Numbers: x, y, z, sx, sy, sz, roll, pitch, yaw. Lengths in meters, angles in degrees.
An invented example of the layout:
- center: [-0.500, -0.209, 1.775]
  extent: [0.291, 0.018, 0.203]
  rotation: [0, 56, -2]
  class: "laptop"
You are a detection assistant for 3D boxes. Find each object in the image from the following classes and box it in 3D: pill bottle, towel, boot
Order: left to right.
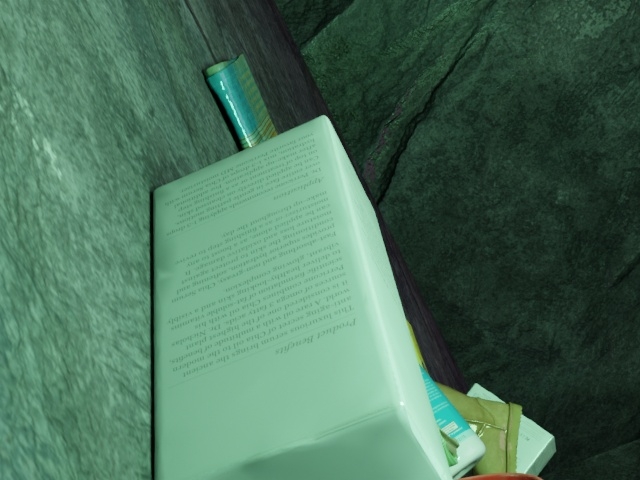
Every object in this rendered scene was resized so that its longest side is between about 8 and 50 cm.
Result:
- center: [-0.103, -0.158, 1.894]
  extent: [0.271, 0.040, 0.370]
  rotation: [-68, 136, -76]
  class: "towel"
- center: [0.140, 0.289, 1.710]
  extent: [0.264, 0.146, 0.146]
  rotation: [51, 4, 19]
  class: "pill bottle"
- center: [0.205, 0.355, 1.807]
  extent: [0.089, 0.270, 0.236]
  rotation: [104, 1, -51]
  class: "boot"

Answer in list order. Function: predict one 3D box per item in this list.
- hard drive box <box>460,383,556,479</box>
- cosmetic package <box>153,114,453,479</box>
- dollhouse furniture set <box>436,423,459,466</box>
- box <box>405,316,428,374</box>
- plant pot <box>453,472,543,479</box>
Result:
- center: [0.291, 0.412, 1.897]
  extent: [0.181, 0.232, 0.089]
  rotation: [34, -16, 29]
  class: "hard drive box"
- center: [-0.035, 0.087, 1.056]
  extent: [0.453, 0.230, 0.161]
  rotation: [-101, 165, -51]
  class: "cosmetic package"
- center: [0.069, 0.311, 1.184]
  extent: [0.151, 0.198, 0.301]
  rotation: [69, 10, 25]
  class: "dollhouse furniture set"
- center: [0.190, 0.285, 2.305]
  extent: [0.058, 0.087, 0.232]
  rotation: [49, 20, -55]
  class: "box"
- center: [0.215, 0.486, 1.469]
  extent: [0.275, 0.275, 0.243]
  rotation: [-1, 76, -80]
  class: "plant pot"
